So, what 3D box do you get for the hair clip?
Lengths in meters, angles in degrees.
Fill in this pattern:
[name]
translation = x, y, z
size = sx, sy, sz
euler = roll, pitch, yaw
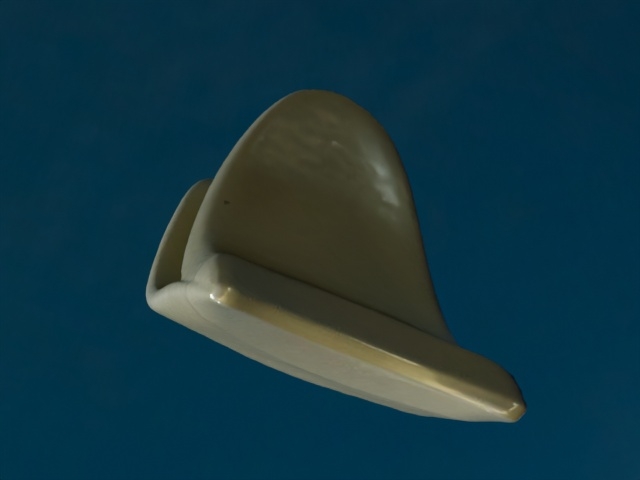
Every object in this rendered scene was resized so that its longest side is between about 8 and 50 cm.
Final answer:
[hair clip]
translation = -0.008, 0.018, 1.054
size = 0.172, 0.282, 0.113
euler = 22, -62, -18
